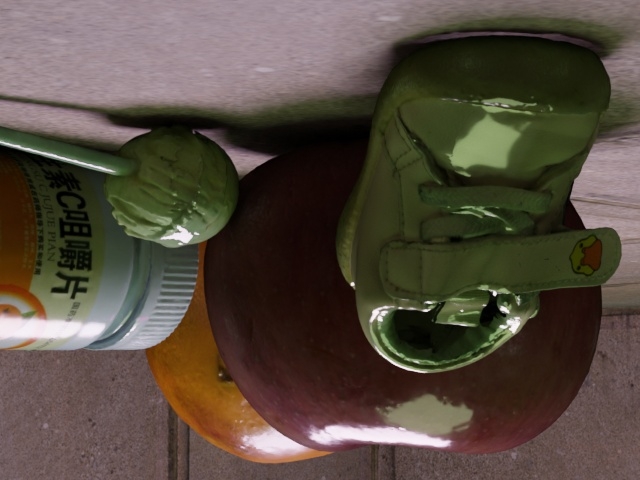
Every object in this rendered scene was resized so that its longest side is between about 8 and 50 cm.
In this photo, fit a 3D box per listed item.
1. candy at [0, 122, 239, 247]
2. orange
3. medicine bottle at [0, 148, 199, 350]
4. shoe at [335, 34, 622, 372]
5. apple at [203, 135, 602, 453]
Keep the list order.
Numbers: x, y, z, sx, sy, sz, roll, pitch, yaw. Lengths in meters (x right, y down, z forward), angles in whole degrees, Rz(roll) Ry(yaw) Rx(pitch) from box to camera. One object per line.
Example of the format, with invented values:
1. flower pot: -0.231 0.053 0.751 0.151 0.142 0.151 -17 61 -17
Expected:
1. candy: -0.193 -0.063 1.039 0.335 0.093 0.092 16 123 -40
2. orange: -0.039 0.082 1.492 0.261 0.261 0.261 0 175 0
3. medicine bottle: -0.262 0.006 1.213 0.318 0.158 0.158 5 173 -44
4. shoe: 0.095 -0.017 0.927 0.140 0.128 0.262 -9 154 -25
5. apple: 0.060 0.044 1.192 0.305 0.235 0.306 -2 176 0
